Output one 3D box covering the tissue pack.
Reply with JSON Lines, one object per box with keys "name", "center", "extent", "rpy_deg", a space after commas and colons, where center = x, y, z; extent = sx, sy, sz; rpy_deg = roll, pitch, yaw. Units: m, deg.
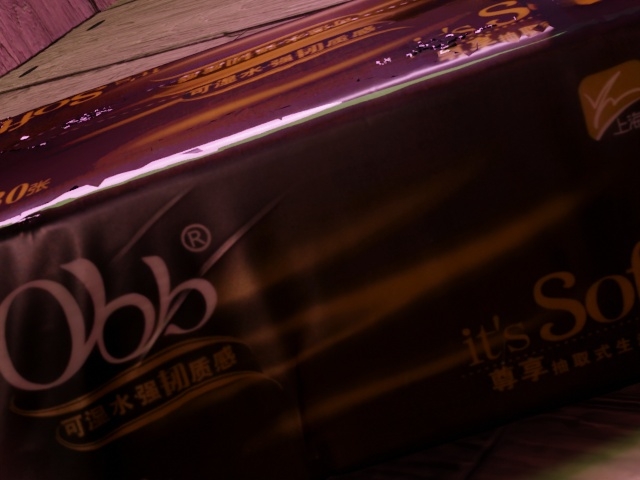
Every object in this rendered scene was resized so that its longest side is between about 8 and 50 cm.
{"name": "tissue pack", "center": [0.000, 0.000, 0.587], "extent": [0.370, 0.198, 0.210], "rpy_deg": [-19, 24, 0]}
